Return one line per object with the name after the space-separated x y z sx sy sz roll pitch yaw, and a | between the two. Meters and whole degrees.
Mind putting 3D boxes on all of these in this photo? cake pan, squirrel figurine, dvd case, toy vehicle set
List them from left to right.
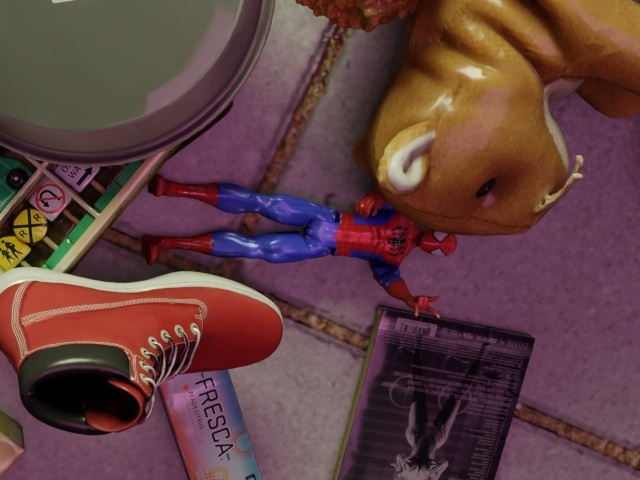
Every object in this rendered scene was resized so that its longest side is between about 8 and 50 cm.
-0.203 -0.099 0.931 0.166 0.035 0.267 40 90 1 | toy vehicle set
-0.180 -0.203 0.886 0.293 0.054 0.293 0 89 0 | cake pan
0.104 0.182 1.123 0.165 0.018 0.221 12 98 -19 | dvd case
0.120 -0.207 0.933 0.397 0.281 0.370 34 99 -14 | squirrel figurine

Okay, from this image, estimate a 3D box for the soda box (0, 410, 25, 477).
-0.333 0.135 0.964 0.181 0.058 0.061 42 88 -19 | soda box

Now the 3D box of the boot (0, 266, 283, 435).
-0.116 0.092 0.878 0.244 0.176 0.088 5 110 -30 | boot

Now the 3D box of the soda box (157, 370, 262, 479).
-0.106 0.146 1.032 0.063 0.058 0.183 -19 107 -12 | soda box

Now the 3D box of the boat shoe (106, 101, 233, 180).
-0.146 -0.088 0.977 0.152 0.056 0.049 -33 84 0 | boat shoe

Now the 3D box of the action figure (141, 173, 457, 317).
0.000 0.000 0.995 0.280 0.139 0.091 3 102 -19 | action figure
